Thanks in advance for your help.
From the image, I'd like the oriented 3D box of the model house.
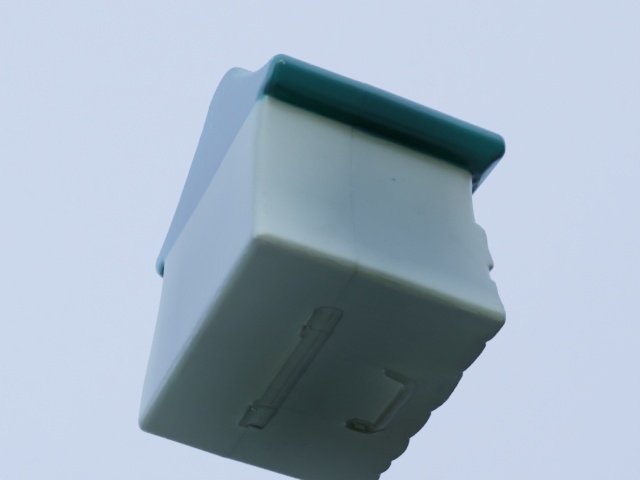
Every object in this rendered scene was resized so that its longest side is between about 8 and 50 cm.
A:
[{"bbox_3d":[0.000,0.000,0.673,0.100,0.149,0.127,18,-47,-18],"label":"model house"}]
